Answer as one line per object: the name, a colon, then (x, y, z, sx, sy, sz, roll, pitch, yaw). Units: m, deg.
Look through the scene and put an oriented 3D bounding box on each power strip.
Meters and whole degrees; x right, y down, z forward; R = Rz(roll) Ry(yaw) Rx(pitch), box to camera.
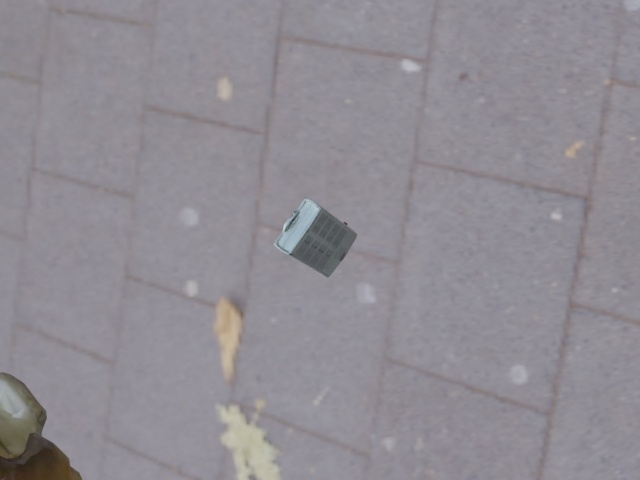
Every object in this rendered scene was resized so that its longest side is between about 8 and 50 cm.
power strip: (0.000, 0.000, 1.188, 0.019, 0.136, 0.051, 33, 89, 20)

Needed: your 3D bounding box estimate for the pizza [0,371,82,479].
pizza: (-0.343, 0.053, 0.409, 0.435, 0.392, 0.080, 12, 100, 23)
